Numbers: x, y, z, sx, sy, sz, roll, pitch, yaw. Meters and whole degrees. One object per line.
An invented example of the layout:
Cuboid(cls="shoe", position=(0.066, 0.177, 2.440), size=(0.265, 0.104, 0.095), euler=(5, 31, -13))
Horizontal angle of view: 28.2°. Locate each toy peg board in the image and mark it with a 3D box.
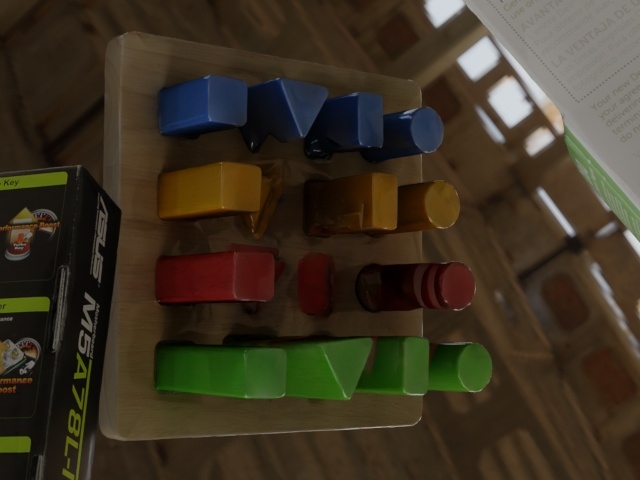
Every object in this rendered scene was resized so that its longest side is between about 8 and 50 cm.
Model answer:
Cuboid(cls="toy peg board", position=(0.000, 0.000, 0.524), size=(0.161, 0.079, 0.161), euler=(4, -95, -39))

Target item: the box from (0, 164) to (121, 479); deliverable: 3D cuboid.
Cuboid(cls="box", position=(-0.173, 0.069, 0.452), size=(0.045, 0.190, 0.184), euler=(62, -154, -59))

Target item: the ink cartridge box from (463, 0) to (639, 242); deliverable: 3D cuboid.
Cuboid(cls="ink cartridge box", position=(0.153, -0.085, 0.446), size=(0.235, 0.171, 0.056), euler=(54, -176, 26))
